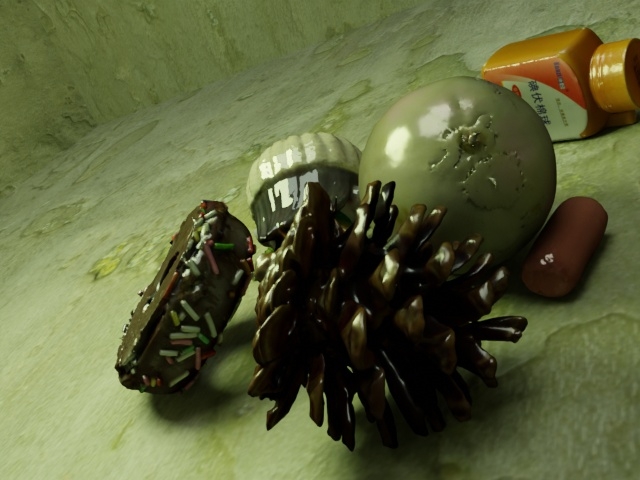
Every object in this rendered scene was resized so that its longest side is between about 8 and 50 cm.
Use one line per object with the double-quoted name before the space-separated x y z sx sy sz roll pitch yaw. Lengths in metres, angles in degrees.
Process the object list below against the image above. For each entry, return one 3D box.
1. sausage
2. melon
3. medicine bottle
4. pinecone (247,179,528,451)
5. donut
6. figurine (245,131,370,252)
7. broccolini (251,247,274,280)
"sausage" 0.273 0.004 0.927 0.062 0.062 0.154 -6 28 40
"melon" 0.155 -0.070 0.971 0.223 0.223 0.317 -26 -5 -3
"medicine bottle" 0.372 -0.234 1.258 0.222 0.149 0.112 -2 31 44
"pinecone" 0.056 0.070 0.768 0.264 0.264 0.264 -21 21 9
"donut" -0.167 0.075 1.050 0.269 0.103 0.269 -55 16 24
"figurine" -0.011 -0.019 1.092 0.185 0.204 0.332 -18 22 12
"broccolini" -0.072 -0.007 1.360 0.044 0.042 0.218 -12 26 31
